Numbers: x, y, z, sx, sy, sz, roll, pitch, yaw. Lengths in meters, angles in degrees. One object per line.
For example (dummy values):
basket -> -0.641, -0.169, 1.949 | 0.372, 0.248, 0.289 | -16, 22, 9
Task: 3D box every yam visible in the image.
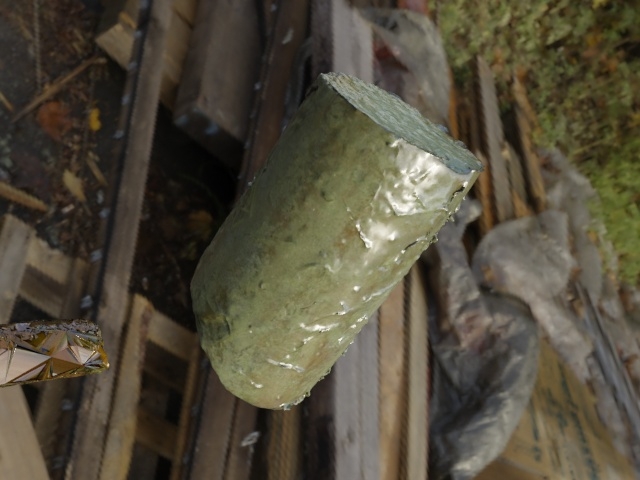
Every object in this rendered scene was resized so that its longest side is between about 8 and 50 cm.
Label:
yam -> 0.000, 0.000, 0.819 | 0.168, 0.304, 0.168 | 27, 29, -17

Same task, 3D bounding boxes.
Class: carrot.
carrot -> -0.300, 0.104, 0.802 | 0.228, 0.069, 0.069 | -4, 72, -36
